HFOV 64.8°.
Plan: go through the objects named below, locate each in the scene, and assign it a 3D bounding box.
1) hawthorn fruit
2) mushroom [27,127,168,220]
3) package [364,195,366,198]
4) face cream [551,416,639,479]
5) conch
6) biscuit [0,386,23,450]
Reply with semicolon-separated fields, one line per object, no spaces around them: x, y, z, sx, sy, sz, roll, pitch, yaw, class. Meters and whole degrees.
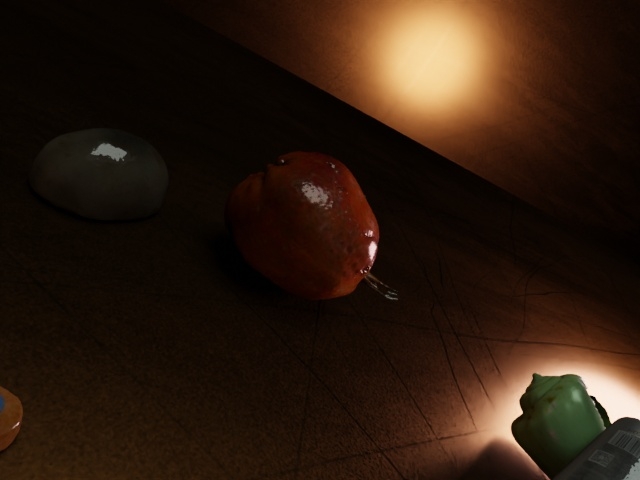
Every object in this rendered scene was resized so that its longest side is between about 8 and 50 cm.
0.000;0.000;0.773;0.299;0.211;0.211;44;26;-3;hawthorn fruit
-0.296;-0.101;0.715;0.188;0.117;0.141;0;53;-56;mushroom
-0.004;-0.112;1.077;0.168;0.090;0.226;37;23;14;package
0.323;0.314;0.595;0.269;0.073;0.107;-26;29;-30;face cream
0.392;0.309;0.748;0.250;0.137;0.143;48;4;5;conch
-0.287;0.192;0.277;0.205;0.049;0.324;22;30;-24;biscuit
